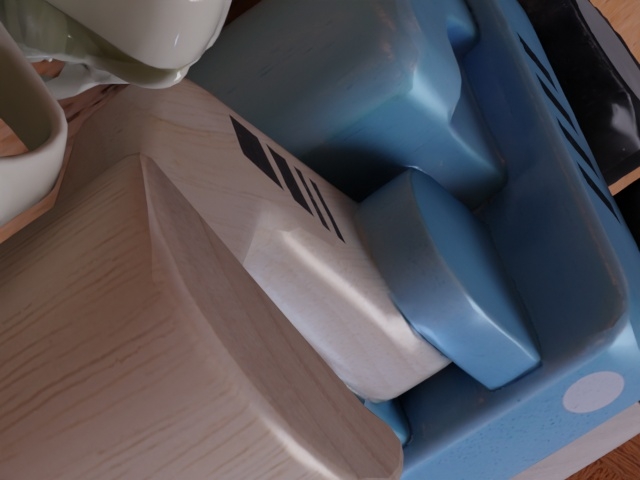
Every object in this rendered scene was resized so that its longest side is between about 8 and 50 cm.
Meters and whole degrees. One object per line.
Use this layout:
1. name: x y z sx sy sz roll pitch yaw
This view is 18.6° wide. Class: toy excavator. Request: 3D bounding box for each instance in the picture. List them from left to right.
1. toy excavator: 0.000 0.000 0.792 0.222 0.433 0.445 -34 137 18

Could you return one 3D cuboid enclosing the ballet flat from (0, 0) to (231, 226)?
1. ballet flat: -0.104 -0.070 0.567 0.400 0.139 0.139 -44 163 -38
